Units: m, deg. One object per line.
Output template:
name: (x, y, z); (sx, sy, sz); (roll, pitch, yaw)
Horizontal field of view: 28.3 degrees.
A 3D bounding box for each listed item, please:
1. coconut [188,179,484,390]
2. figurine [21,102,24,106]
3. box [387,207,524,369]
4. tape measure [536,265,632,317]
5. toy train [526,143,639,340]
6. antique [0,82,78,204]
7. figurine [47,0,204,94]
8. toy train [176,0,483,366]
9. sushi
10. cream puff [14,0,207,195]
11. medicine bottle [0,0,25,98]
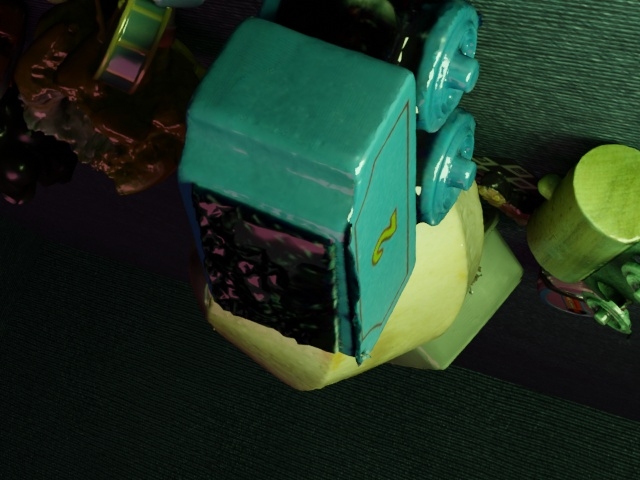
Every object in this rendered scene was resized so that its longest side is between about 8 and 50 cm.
coconut: (0.000, 0.000, 1.334); (0.323, 0.323, 0.323); (20, 170, 4)
figurine: (-0.334, -0.175, 1.770); (0.146, 0.081, 0.098); (17, 170, 22)
box: (0.104, 0.042, 1.639); (0.166, 0.220, 0.290); (48, 162, -18)
tape measure: (0.340, 0.051, 1.622); (0.125, 0.074, 0.118); (11, 161, 26)
toy train: (0.310, -0.011, 1.290); (0.189, 0.126, 0.307); (52, 173, 8)
antique: (-0.517, -0.171, 1.890); (0.322, 0.185, 0.255); (26, 171, -9)
figurine: (-0.224, -0.232, 0.987); (0.275, 0.158, 0.161); (23, 161, -12)
toy train: (0.011, -0.059, 1.035); (0.188, 0.265, 0.300); (21, 153, 16)
sushi: (0.218, -0.046, 1.463); (0.201, 0.031, 0.139); (29, 168, -38)
cream puff: (-0.214, -0.170, 1.339); (0.221, 0.195, 0.195); (30, 174, 20)
medicine bottle: (-0.444, -0.240, 1.550); (0.149, 0.112, 0.222); (23, 170, -10)
